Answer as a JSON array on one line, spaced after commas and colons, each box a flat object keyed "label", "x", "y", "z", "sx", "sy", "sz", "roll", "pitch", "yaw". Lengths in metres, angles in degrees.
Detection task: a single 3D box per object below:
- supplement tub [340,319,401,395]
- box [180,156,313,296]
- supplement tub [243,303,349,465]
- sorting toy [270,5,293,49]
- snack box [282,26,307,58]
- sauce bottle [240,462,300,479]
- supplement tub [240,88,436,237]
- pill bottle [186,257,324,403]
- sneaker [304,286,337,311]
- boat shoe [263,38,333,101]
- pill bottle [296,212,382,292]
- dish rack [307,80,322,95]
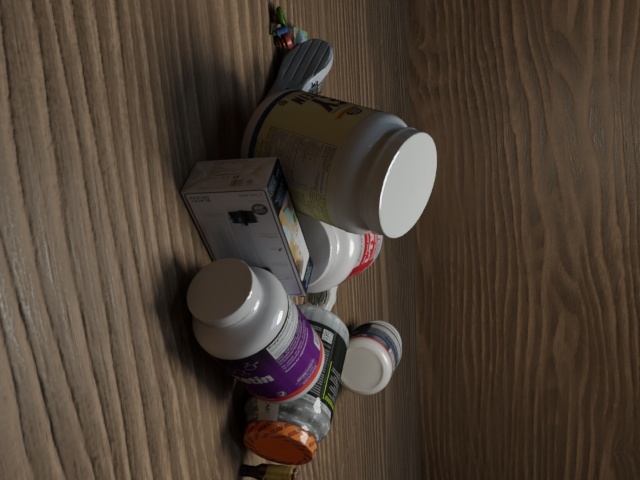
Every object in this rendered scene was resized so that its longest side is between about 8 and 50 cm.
[{"label": "supplement tub", "x": 0.166, "y": 0.383, "z": 2.139, "sx": 0.272, "sy": 0.191, "sz": 0.191, "roll": -28, "pitch": 117, "yaw": -71}, {"label": "box", "x": -0.130, "y": -0.016, "z": 1.215, "sx": 0.087, "sy": 0.169, "sz": 0.290, "roll": -76, "pitch": 157, "yaw": -43}, {"label": "supplement tub", "x": -0.055, "y": 0.316, "z": 1.420, "sx": 0.193, "sy": 0.193, "sz": 0.316, "roll": 73, "pitch": 24, "yaw": -44}, {"label": "sorting toy", "x": -0.098, "y": -0.500, "z": 1.524, "sx": 0.061, "sy": 0.042, "sz": 0.102, "roll": -89, "pitch": 160, "yaw": -66}, {"label": "snack box", "x": -0.062, "y": -0.463, "z": 1.631, "sx": 0.100, "sy": 0.037, "sz": 0.141, "roll": -30, "pitch": 119, "yaw": -71}, {"label": "sauce bottle", "x": -0.107, "y": 0.497, "z": 1.363, "sx": 0.042, "sy": 0.128, "sz": 0.042, "roll": 0, "pitch": 90, "yaw": -72}, {"label": "supplement tub", "x": 0.033, "y": -0.149, "z": 1.236, "sx": 0.235, "sy": 0.325, "sz": 0.235, "roll": -34, "pitch": 135, "yaw": -42}, {"label": "pill bottle", "x": -0.121, "y": 0.170, "z": 1.202, "sx": 0.323, "sy": 0.181, "sz": 0.181, "roll": 60, "pitch": 34, "yaw": -50}, {"label": "sneaker", "x": 0.014, "y": 0.123, "z": 1.846, "sx": 0.115, "sy": 0.090, "sz": 0.232, "roll": 76, "pitch": 30, "yaw": -57}, {"label": "boat shoe", "x": -0.060, "y": -0.363, "z": 1.536, "sx": 0.302, "sy": 0.109, "sz": 0.094, "roll": -60, "pitch": 167, "yaw": -29}, {"label": "pill bottle", "x": 0.000, "y": 0.000, "z": 1.526, "sx": 0.407, "sy": 0.229, "sz": 0.229, "roll": -17, "pitch": 107, "yaw": -72}, {"label": "dish rack", "x": -0.033, "y": -0.238, "z": 1.489, "sx": 0.208, "sy": 0.074, "sz": 0.271, "roll": -61, "pitch": 174, "yaw": -12}]
